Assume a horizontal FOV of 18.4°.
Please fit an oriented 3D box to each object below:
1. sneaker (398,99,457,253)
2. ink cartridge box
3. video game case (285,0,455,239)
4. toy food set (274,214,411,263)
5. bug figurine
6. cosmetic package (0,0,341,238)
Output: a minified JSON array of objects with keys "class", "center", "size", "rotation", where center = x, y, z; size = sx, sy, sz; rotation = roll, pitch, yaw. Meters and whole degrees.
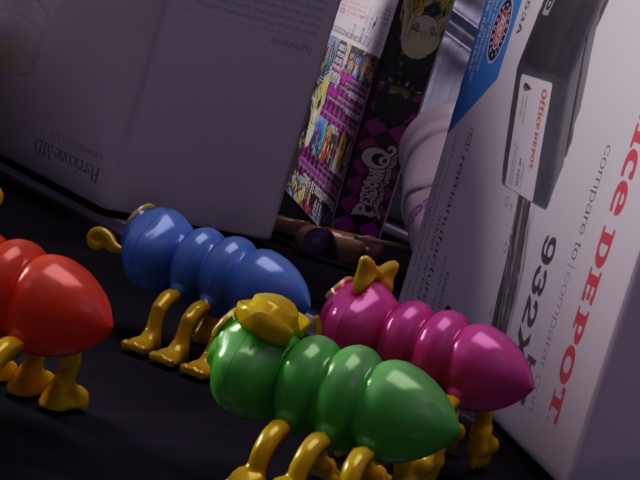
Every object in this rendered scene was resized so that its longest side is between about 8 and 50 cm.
[{"class":"sneaker","center":[0.182,0.028,1.254],"size":[0.305,0.114,0.152],"rotation":[22,35,-8]},{"class":"ink cartridge box","center":[0.154,-0.016,0.920],"size":[0.129,0.223,0.307],"rotation":[15,8,-14]},{"class":"video game case","center":[0.034,-0.115,1.439],"size":[0.042,0.210,0.232],"rotation":[16,7,-11]},{"class":"toy food set","center":[0.000,0.000,1.263],"size":[0.078,0.019,0.122],"rotation":[11,2,-45]},{"class":"bug figurine","center":[-0.034,0.031,0.727],"size":[0.216,0.072,0.279],"rotation":[20,7,17]},{"class":"cosmetic package","center":[-0.113,-0.143,1.248],"size":[0.138,0.225,0.224],"rotation":[8,11,-41]}]
